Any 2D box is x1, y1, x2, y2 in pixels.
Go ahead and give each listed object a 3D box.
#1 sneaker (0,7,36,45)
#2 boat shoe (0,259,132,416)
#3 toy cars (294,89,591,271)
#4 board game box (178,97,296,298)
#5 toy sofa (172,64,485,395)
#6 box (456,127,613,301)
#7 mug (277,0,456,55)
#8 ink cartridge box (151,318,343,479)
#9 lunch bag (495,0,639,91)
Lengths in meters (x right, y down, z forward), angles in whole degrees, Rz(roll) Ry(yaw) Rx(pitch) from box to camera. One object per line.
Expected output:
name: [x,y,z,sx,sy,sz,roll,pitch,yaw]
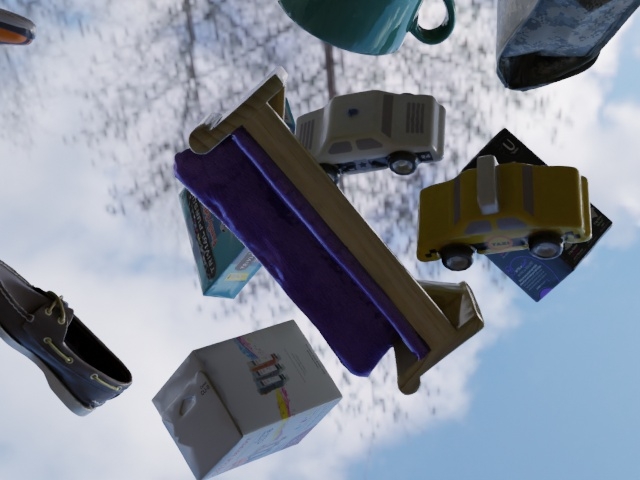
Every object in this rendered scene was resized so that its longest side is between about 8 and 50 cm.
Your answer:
sneaker: [-0.638,-0.314,1.946,0.321,0.180,0.124,8,-170,-7]
boat shoe: [-0.407,0.132,1.771,0.096,0.324,0.116,-28,-149,10]
toy cars: [0.113,-0.085,1.286,0.176,0.087,0.393,-46,-129,-14]
board game box: [-0.149,-0.083,2.296,0.079,0.336,0.254,8,-130,-35]
toy sofa: [0.000,0.000,1.281,0.177,0.362,0.150,-39,-170,8]
box: [0.372,-0.046,2.179,0.270,0.165,0.143,43,-120,6]
mug: [0.046,-0.247,1.093,0.157,0.097,0.129,-7,-134,-39]
ink cartridge box: [-0.093,0.199,1.473,0.176,0.128,0.127,-13,-117,-44]
lunch bag: [0.348,-0.383,1.734,0.169,0.287,0.235,10,-117,-12]
